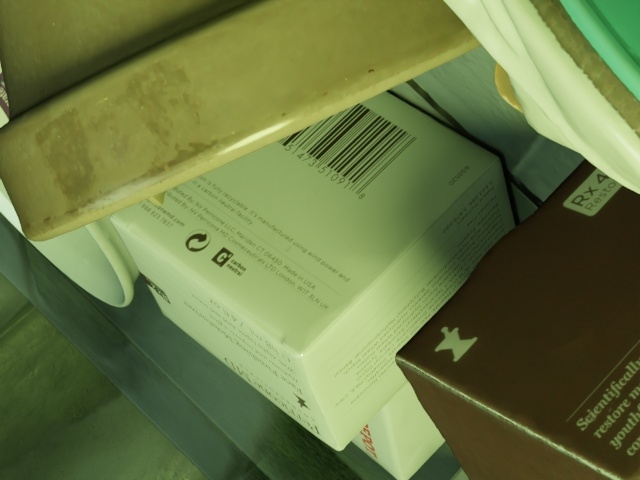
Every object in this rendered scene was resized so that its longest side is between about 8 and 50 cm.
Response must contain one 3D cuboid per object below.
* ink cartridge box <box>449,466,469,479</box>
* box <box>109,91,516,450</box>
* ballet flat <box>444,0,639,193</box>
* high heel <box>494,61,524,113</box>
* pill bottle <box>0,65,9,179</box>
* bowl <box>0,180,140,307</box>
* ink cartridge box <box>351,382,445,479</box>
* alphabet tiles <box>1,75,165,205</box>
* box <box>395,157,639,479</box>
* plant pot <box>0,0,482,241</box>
[{"bbox_3d":[0.155,0.298,1.385,0.092,0.158,0.218,49,163,-18],"label":"ink cartridge box"},{"bbox_3d":[0.000,0.000,1.006,0.181,0.182,0.119,34,160,33],"label":"box"},{"bbox_3d":[0.082,-0.122,0.594,0.400,0.139,0.139,48,165,13],"label":"ballet flat"},{"bbox_3d":[0.192,-0.034,0.705,0.244,0.082,0.117,25,-160,11],"label":"high heel"},{"bbox_3d":[-0.244,-0.131,1.033,0.181,0.323,0.181,41,163,16],"label":"pill bottle"},{"bbox_3d":[-0.235,-0.088,1.453,0.298,0.134,0.298,41,163,16],"label":"bowl"},{"bbox_3d":[-0.012,0.025,1.200,0.289,0.121,0.211,37,162,25],"label":"ink cartridge box"},{"bbox_3d":[-0.131,-0.155,0.870,0.009,0.198,0.237,-2,157,26],"label":"alphabet tiles"},{"bbox_3d":[0.180,0.095,0.818,0.167,0.168,0.203,27,156,48],"label":"box"},{"bbox_3d":[-0.069,-0.152,0.752,0.229,0.263,0.263,65,161,-6],"label":"plant pot"}]
